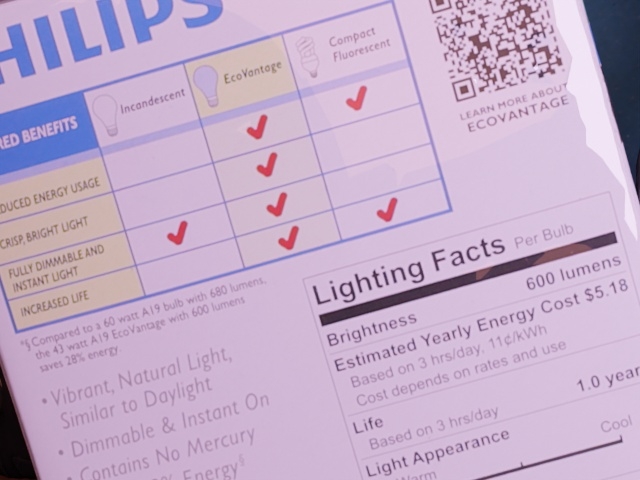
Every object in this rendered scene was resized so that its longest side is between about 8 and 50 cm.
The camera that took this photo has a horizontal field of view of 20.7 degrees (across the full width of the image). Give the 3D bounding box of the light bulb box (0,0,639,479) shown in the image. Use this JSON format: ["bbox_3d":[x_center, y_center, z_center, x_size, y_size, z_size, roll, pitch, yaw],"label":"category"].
[{"bbox_3d":[0.000,0.000,1.014,0.358,0.225,0.361,-16,97,4],"label":"light bulb box"}]

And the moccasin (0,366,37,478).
[{"bbox_3d":[-0.226,-0.006,1.159,0.117,0.138,0.342,-16,82,13],"label":"moccasin"}]

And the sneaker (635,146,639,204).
[{"bbox_3d":[0.223,-0.016,1.034,0.106,0.101,0.267,-30,127,-41],"label":"sneaker"}]

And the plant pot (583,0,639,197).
[{"bbox_3d":[0.244,-0.170,1.150,0.290,0.290,0.195,51,47,5],"label":"plant pot"}]
